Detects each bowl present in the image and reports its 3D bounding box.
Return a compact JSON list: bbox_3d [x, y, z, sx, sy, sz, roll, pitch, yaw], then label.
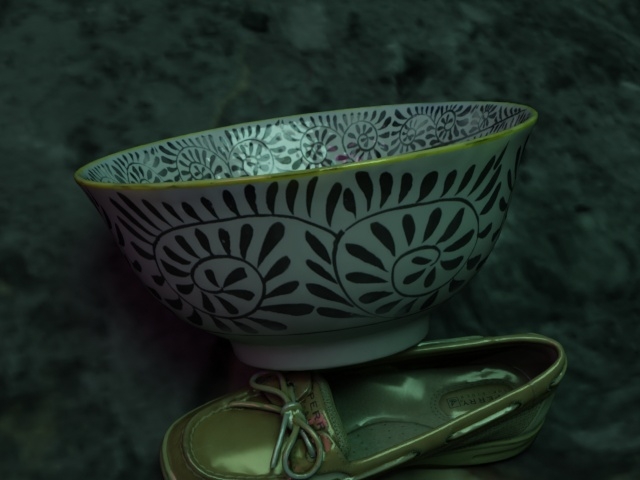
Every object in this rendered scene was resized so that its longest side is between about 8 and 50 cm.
[{"bbox_3d":[0.000,0.000,0.550,0.170,0.080,0.170,-8,11,2],"label":"bowl"}]

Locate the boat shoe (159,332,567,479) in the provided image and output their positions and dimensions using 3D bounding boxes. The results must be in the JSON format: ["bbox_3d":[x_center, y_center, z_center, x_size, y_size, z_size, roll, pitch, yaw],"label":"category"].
[{"bbox_3d":[0.017,0.063,0.544,0.153,0.048,0.056,-5,55,-17],"label":"boat shoe"}]
